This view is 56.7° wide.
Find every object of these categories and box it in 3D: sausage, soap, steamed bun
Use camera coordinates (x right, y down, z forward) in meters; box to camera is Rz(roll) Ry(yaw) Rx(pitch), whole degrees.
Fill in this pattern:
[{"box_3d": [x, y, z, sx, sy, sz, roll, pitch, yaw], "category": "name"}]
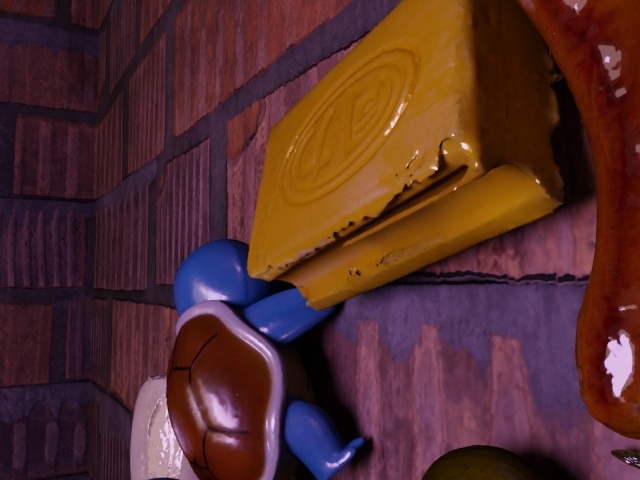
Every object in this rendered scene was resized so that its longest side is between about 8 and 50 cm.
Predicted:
[{"box_3d": [0.180, -0.045, 0.339, 0.103, 0.076, 0.302, -10, 75, 21], "category": "sausage"}, {"box_3d": [0.052, -0.074, 0.518, 0.324, 0.096, 0.204, -30, 48, 54], "category": "soap"}, {"box_3d": [-0.184, 0.310, 0.891, 0.152, 0.170, 0.239, -14, 75, 39], "category": "steamed bun"}]

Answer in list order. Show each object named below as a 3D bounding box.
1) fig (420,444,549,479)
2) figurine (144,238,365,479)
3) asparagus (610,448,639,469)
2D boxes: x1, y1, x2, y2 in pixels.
[{"box_3d": [0.163, 0.208, 0.370, 0.236, 0.124, 0.124, 1, 89, 37], "category": "fig"}, {"box_3d": [-0.091, 0.198, 0.716, 0.298, 0.243, 0.416, 116, 164, -50], "category": "figurine"}, {"box_3d": [0.233, 0.144, 0.315, 0.163, 0.016, 0.016, 10, 123, 60], "category": "asparagus"}]
